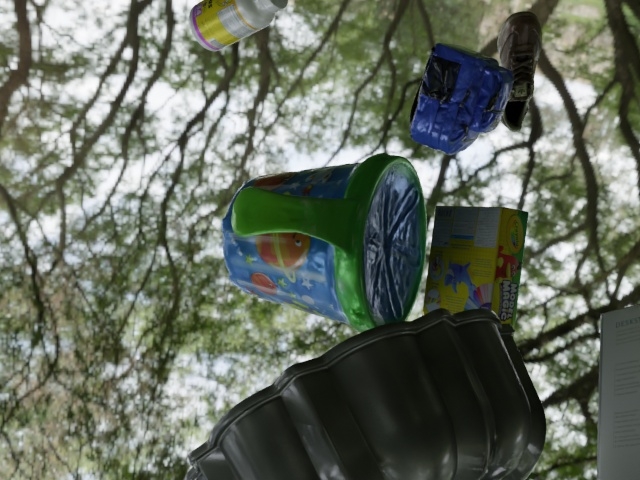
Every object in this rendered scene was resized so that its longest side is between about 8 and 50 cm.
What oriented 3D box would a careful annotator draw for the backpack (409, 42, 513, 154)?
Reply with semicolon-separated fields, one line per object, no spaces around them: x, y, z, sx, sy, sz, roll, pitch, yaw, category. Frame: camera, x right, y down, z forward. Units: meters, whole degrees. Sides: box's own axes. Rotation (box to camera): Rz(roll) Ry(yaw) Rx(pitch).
0.161;-0.159;0.885;0.101;0.120;0.098;30;-157;26;backpack

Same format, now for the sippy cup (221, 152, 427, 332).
0.000;0.000;1.009;0.224;0.305;0.240;5;-135;28;sippy cup

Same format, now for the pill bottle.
-0.068;-0.193;0.633;0.083;0.043;0.043;-15;-172;36;pill bottle

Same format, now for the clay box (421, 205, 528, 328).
0.194;0.067;0.981;0.053;0.222;0.127;7;179;-32;clay box

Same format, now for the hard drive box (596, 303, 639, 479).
0.377;0.170;0.749;0.089;0.181;0.232;30;-123;-26;hard drive box

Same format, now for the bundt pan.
0.054;0.206;0.666;0.331;0.331;0.124;-6;-127;-31;bundt pan

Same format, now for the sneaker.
0.300;-0.246;1.125;0.066;0.188;0.071;-8;-130;1;sneaker
